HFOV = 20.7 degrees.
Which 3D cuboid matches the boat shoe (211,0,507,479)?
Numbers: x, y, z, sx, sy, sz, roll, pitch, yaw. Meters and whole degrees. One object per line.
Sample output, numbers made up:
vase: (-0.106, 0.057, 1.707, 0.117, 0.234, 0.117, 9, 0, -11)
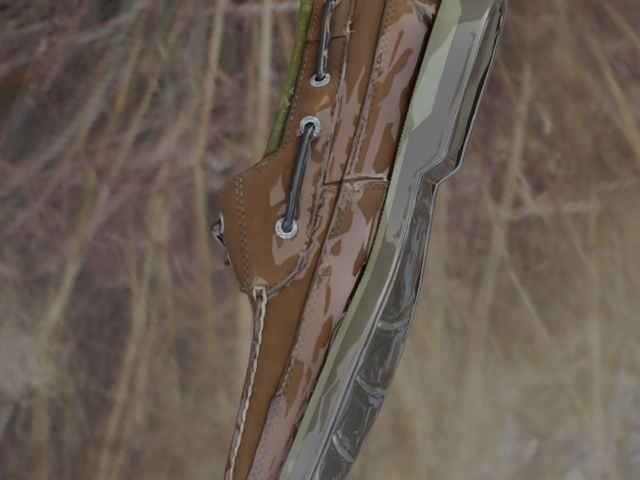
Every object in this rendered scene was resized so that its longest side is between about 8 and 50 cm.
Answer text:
boat shoe: (0.000, 0.000, 0.894, 0.111, 0.104, 0.307, 57, 52, -75)
